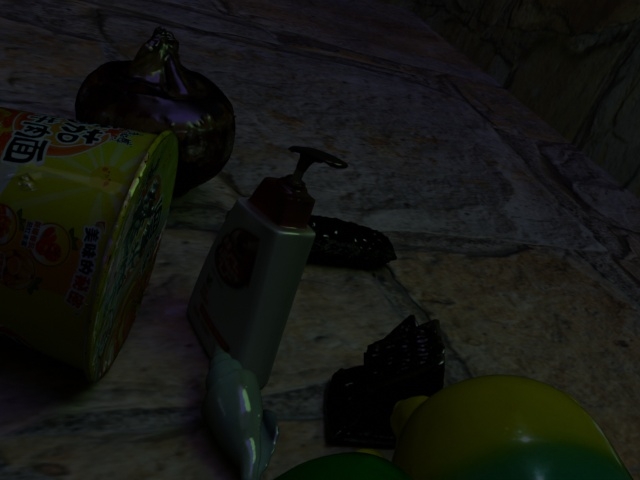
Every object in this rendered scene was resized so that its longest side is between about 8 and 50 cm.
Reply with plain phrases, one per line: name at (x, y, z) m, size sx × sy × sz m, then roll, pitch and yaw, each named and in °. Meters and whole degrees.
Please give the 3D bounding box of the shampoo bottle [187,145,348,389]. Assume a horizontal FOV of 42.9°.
shampoo bottle at (-0.059, 0.012, 0.895) m, size 0.071 × 0.284 × 0.153 m, roll 3°, pitch 35°, yaw -36°

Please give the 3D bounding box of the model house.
model house at (0.086, 0.146, 0.943) m, size 0.106 × 0.152 × 0.165 m, roll 26°, pitch 28°, yaw -17°

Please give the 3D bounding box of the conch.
conch at (-0.086, 0.178, 0.839) m, size 0.065 × 0.088 × 0.180 m, roll -22°, pitch 51°, yaw 1°

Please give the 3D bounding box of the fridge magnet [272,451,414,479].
fridge magnet at (-0.002, 0.261, 0.645) m, size 0.088 × 0.208 × 0.208 m, roll 55°, pitch 16°, yaw -27°

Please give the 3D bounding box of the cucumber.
cucumber at (0.000, -0.002, 1.204) m, size 0.300 × 0.072 × 0.072 m, roll 7°, pitch 34°, yaw -35°

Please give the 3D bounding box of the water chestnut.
water chestnut at (-0.226, -0.172, 1.129) m, size 0.224 × 0.238 × 0.223 m, roll 11°, pitch 31°, yaw -7°

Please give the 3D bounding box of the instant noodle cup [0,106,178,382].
instant noodle cup at (-0.273, -0.013, 0.799) m, size 0.200 × 0.264 × 0.264 m, roll 18°, pitch 28°, yaw -3°

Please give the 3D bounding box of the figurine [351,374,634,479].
figurine at (0.176, 0.263, 0.724) m, size 0.324 × 0.231 × 0.340 m, roll -6°, pitch 37°, yaw -1°
